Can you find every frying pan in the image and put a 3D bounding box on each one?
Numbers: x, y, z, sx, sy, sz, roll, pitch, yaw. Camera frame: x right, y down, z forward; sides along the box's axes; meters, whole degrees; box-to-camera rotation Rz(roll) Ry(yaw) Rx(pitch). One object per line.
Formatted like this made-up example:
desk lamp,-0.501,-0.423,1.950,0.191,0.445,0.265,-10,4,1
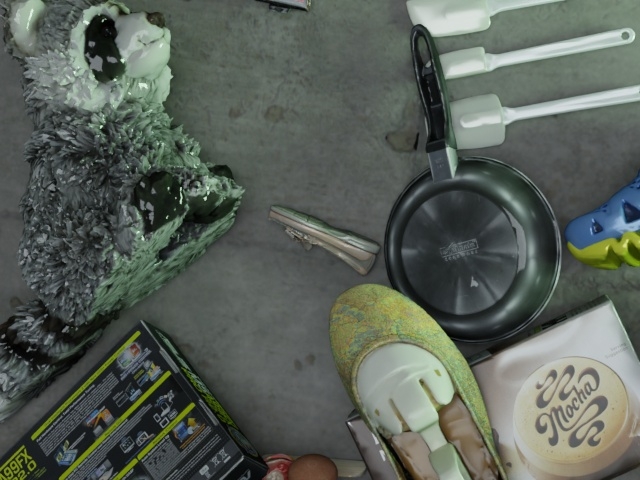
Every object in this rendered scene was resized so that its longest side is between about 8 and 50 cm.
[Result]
frying pan,0.159,-0.053,1.793,0.197,0.053,0.326,9,98,24

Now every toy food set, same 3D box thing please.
toy food set,-0.034,0.269,1.765,0.128,0.218,0.071,8,128,12

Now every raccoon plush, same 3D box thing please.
raccoon plush,-0.298,-0.054,1.802,0.446,0.216,0.299,-41,79,5

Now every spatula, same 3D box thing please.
spatula,0.222,-0.192,1.830,0.242,0.019,0.168,-9,84,5

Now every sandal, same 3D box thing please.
sandal,0.386,-0.077,1.768,0.317,0.126,0.138,-28,79,0

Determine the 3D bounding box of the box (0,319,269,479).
box,-0.214,0.250,1.808,0.270,0.060,0.216,-45,55,4

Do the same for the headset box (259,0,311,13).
headset box,-0.036,-0.283,1.847,0.062,0.032,0.083,14,90,6

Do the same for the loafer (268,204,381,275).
loafer,0.000,0.000,1.841,0.125,0.045,0.039,21,99,3

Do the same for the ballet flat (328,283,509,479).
ballet flat,0.113,0.197,1.674,0.123,0.123,0.348,-27,87,6

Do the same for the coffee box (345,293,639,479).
coffee box,0.195,0.193,1.782,0.297,0.119,0.168,-24,89,6
